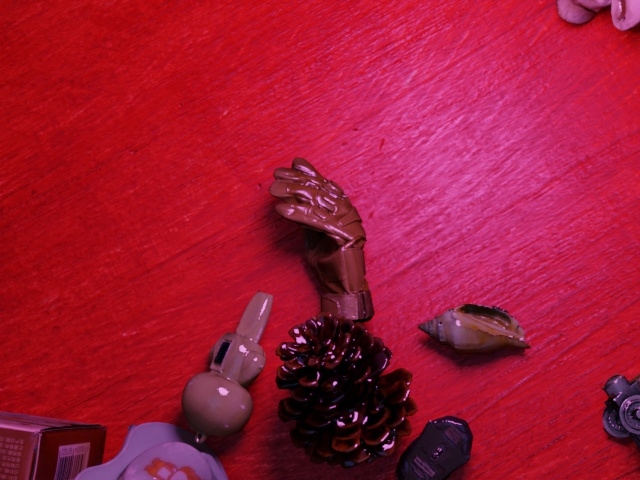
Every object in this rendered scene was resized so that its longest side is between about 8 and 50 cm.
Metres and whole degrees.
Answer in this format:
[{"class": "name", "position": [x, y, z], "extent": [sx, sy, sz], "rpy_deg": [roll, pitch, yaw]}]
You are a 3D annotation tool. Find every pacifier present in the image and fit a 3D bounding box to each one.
[{"class": "pacifier", "position": [-0.305, 0.492, 1.837], "extent": [0.288, 0.343, 0.269], "rpy_deg": [46, 129, 7]}]

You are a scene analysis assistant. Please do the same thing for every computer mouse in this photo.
[{"class": "computer mouse", "position": [0.207, 0.386, 1.880], "extent": [0.099, 0.057, 0.172], "rpy_deg": [43, 98, 9]}]

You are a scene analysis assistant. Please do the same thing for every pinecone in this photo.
[{"class": "pinecone", "position": [0.035, 0.253, 1.807], "extent": [0.246, 0.292, 0.246], "rpy_deg": [-15, 39, 13]}]

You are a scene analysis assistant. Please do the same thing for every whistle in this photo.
[{"class": "whistle", "position": [-0.152, 0.243, 1.921], "extent": [0.141, 0.141, 0.294], "rpy_deg": [31, 67, 10]}]

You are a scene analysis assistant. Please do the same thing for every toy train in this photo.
[{"class": "toy train", "position": [0.628, 0.344, 1.805], "extent": [0.189, 0.126, 0.307], "rpy_deg": [-35, 78, -1]}]

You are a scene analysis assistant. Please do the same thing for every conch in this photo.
[{"class": "conch", "position": [0.278, 0.161, 1.901], "extent": [0.201, 0.079, 0.095], "rpy_deg": [-2, 66, -12]}]

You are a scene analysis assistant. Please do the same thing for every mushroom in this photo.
[{"class": "mushroom", "position": [0.545, -0.509, 1.950], "extent": [0.189, 0.195, 0.253], "rpy_deg": [-31, 72, -34]}]

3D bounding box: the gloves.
[{"class": "gloves", "position": [0.016, -0.002, 1.917], "extent": [0.141, 0.154, 0.331], "rpy_deg": [-18, 84, 18]}]

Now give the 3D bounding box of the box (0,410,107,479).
[{"class": "box", "position": [-0.616, 0.359, 1.820], "extent": [0.385, 0.344, 0.122], "rpy_deg": [6, 82, 7]}]
